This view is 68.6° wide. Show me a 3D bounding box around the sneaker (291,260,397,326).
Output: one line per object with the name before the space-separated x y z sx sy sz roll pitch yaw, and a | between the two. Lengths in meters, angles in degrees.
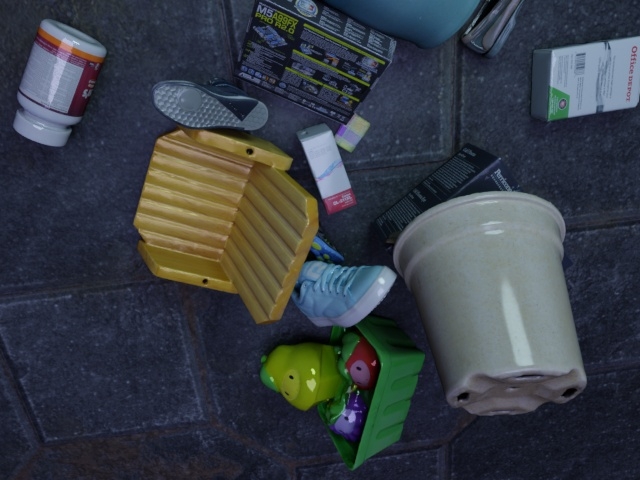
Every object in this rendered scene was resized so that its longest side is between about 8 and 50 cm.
sneaker | 0.022 0.109 1.077 0.150 0.135 0.366 41 148 -11

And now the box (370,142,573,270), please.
box | 0.356 0.004 1.134 0.312 0.179 0.343 -41 111 10

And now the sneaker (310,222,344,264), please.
sneaker | 0.000 0.000 1.153 0.067 0.078 0.188 -21 132 35

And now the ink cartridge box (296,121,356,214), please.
ink cartridge box | 0.012 -0.165 1.054 0.072 0.127 0.175 -20 113 1

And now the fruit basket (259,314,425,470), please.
fruit basket | 0.039 0.372 1.226 0.391 0.283 0.392 -11 118 -21

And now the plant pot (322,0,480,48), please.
plant pot | 0.158 -0.506 0.870 0.255 0.272 0.272 24 109 -29

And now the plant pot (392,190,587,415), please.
plant pot | 0.313 0.135 0.855 0.333 0.306 0.334 0 144 0

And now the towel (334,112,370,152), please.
towel | 0.072 -0.252 1.089 0.060 0.009 0.083 28 108 -17

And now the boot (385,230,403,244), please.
boot | 0.244 -0.037 0.985 0.219 0.082 0.106 0 88 0

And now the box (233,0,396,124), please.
box | -0.020 -0.361 0.936 0.270 0.060 0.216 20 153 -13

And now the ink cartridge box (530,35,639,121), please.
ink cartridge box | 0.594 -0.364 1.055 0.208 0.087 0.153 -8 113 -2

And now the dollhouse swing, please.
dollhouse swing | -0.217 -0.033 0.980 0.315 0.305 0.347 16 111 -22

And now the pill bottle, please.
pill bottle | -0.526 -0.310 0.941 0.121 0.121 0.221 26 108 -15

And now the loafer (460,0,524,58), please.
loafer | 0.386 -0.520 0.968 0.084 0.096 0.268 20 111 -7

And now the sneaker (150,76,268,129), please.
sneaker | -0.240 -0.284 0.949 0.226 0.163 0.086 3 118 -35
